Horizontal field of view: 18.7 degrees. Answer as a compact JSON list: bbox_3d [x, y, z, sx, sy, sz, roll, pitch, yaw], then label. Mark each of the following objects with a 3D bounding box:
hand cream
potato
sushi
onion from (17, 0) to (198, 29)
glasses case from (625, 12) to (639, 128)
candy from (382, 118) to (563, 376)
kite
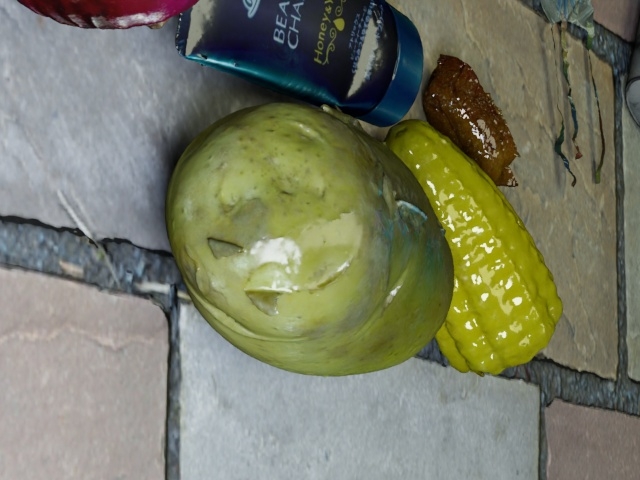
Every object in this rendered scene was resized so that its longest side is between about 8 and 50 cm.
[{"bbox_3d":[-0.017,-0.147,1.293,0.270,0.061,0.120,20,76,-57],"label":"hand cream"},{"bbox_3d":[0.000,0.000,1.216,0.248,0.143,0.169,28,68,-55],"label":"potato"},{"bbox_3d":[0.121,-0.090,1.516,0.060,0.061,0.118,-38,116,-42],"label":"sushi"},{"bbox_3d":[-0.094,-0.181,1.095,0.173,0.135,0.198,-63,153,-19],"label":"onion"},{"bbox_3d":[0.364,-0.240,1.952,0.114,0.060,0.299,52,43,-42],"label":"glasses case"},{"bbox_3d":[0.103,-0.003,1.444,0.106,0.094,0.199,-52,122,-43],"label":"candy"},{"bbox_3d":[0.230,-0.204,1.766,0.169,0.015,0.309,-12,94,-60],"label":"kite"}]
